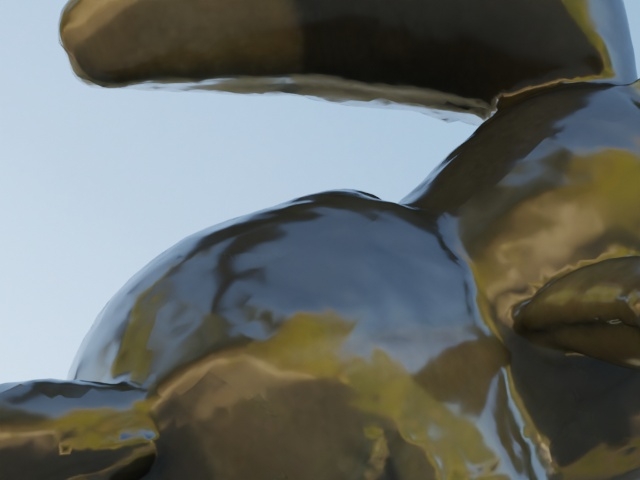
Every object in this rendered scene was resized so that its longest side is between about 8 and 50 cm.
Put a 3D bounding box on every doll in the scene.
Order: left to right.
[{"bbox_3d":[-0.002,0.017,0.568,0.382,0.378,0.252,-17,-36,-13],"label":"doll"}]
